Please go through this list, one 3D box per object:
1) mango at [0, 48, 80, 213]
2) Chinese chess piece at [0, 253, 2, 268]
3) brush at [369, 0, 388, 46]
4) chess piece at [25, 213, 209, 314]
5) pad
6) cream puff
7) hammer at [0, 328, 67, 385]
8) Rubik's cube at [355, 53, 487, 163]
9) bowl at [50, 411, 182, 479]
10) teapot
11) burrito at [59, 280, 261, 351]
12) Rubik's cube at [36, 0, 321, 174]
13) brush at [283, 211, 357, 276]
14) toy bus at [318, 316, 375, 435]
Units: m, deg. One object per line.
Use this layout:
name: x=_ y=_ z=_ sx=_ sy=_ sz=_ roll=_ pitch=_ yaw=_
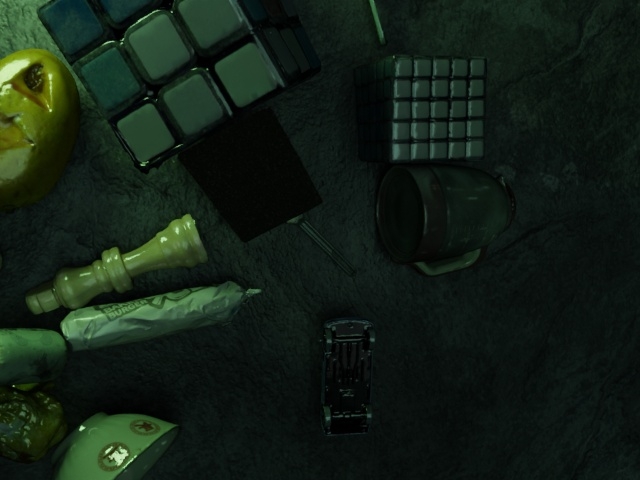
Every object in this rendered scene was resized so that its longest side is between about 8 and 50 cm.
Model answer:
mango: x=-0.629 y=-0.220 z=1.359 sx=0.253 sy=0.182 sz=0.365 roll=28 pitch=79 yaw=-15
Chinese chess piece: x=-0.725 y=0.044 z=1.435 sx=0.084 sy=0.034 sz=0.084 roll=-3 pitch=101 yaw=-17
brush: x=0.091 y=-0.595 z=1.566 sx=0.060 sy=0.068 sz=0.297 roll=-16 pitch=105 yaw=7
chess piece: x=-0.449 y=0.068 z=1.482 sx=0.397 sy=0.117 sz=0.117 roll=-23 pitch=104 yaw=-10
pad: x=-0.143 y=-0.132 z=1.472 sx=0.220 sy=0.004 sz=0.330 roll=-27 pitch=140 yaw=3
cream puff: x=-0.654 y=0.341 z=1.402 sx=0.282 sy=0.282 sz=0.185 roll=36 pitch=52 yaw=-18
hammer: x=-0.679 y=0.205 z=1.363 sx=0.305 sy=0.202 sz=0.113 roll=15 pitch=86 yaw=26
Rubik's cube: x=0.228 y=-0.297 z=1.552 sx=0.238 sy=0.237 sz=0.237 roll=-5 pitch=99 yaw=-15
bowl: x=-0.477 y=0.480 z=1.464 sx=0.157 sy=0.337 sz=0.337 roll=42 pitch=85 yaw=10
teapot: x=0.317 y=-0.039 z=1.644 sx=0.312 sy=0.233 sz=0.315 roll=-4 pitch=128 yaw=-21
burrito: x=-0.348 y=0.168 z=1.514 sx=0.445 sy=0.139 sz=0.101 roll=-10 pitch=71 yaw=-21
Rubik's cube: x=-0.246 y=-0.389 z=1.293 sx=0.362 sy=0.359 sz=0.363 roll=-25 pitch=103 yaw=22
brush: x=0.000 y=0.000 z=1.640 sx=0.062 sy=0.027 sz=0.266 roll=-45 pitch=108 yaw=4
toy bus: x=0.059 y=0.323 z=1.651 sx=0.125 sy=0.133 sz=0.292 roll=-1 pitch=101 yaw=-11
